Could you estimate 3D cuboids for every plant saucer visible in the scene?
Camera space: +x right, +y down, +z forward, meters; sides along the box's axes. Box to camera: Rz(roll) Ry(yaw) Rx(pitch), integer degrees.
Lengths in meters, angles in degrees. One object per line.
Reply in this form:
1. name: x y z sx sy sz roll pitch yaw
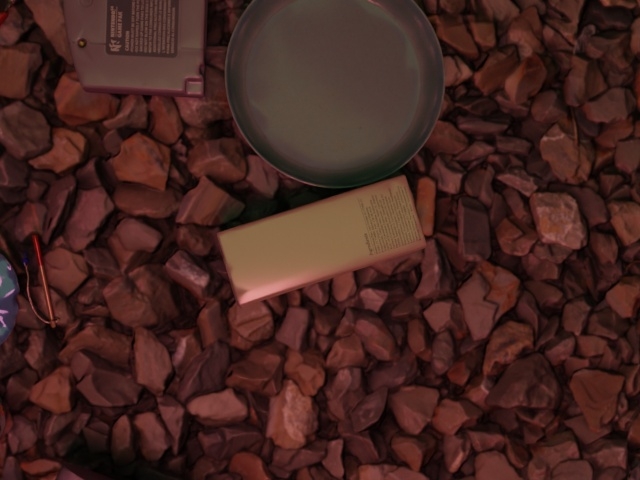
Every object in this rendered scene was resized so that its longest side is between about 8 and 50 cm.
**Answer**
1. plant saucer: 0.021 -0.233 0.983 0.317 0.044 0.318 0 91 -6

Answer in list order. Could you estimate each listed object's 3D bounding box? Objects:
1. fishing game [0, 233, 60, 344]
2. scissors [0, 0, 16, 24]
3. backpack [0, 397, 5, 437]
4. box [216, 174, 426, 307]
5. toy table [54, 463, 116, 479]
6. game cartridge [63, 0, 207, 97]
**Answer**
1. fishing game: -0.507 0.081 0.934 0.264 0.041 0.189 -11 99 -11
2. scissors: -0.440 -0.323 0.948 0.297 0.021 0.109 -35 91 -6
3. backpack: -0.517 0.255 0.895 0.182 0.115 0.152 -25 104 -6
4. box: 0.000 0.000 0.957 0.275 0.094 0.113 -16 92 -5
5. toy table: -0.247 0.420 0.872 0.274 0.252 0.161 22 72 13
6. game cartridge: -0.256 -0.351 0.949 0.196 0.060 0.294 2 90 -9
